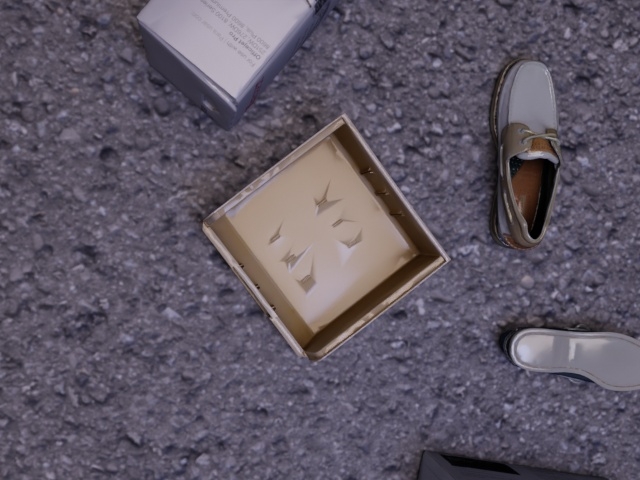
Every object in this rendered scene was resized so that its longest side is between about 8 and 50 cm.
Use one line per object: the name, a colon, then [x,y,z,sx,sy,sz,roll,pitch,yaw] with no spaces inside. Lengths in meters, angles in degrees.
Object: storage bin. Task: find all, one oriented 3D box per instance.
storage bin: [0.000,0.000,1.227,0.260,0.123,0.262,-37,97,-7]

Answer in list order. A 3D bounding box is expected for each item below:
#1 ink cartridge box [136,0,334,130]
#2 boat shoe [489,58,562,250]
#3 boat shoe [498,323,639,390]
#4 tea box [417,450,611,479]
ink cartridge box: [-0.058,-0.361,1.126,0.166,0.285,0.395,39,85,-6]
boat shoe: [0.329,-0.136,1.284,0.113,0.103,0.302,0,91,-9]
boat shoe: [0.411,0.184,1.319,0.254,0.079,0.095,5,93,-7]
tea box: [0.305,0.520,1.239,0.329,0.220,0.324,10,90,-9]
